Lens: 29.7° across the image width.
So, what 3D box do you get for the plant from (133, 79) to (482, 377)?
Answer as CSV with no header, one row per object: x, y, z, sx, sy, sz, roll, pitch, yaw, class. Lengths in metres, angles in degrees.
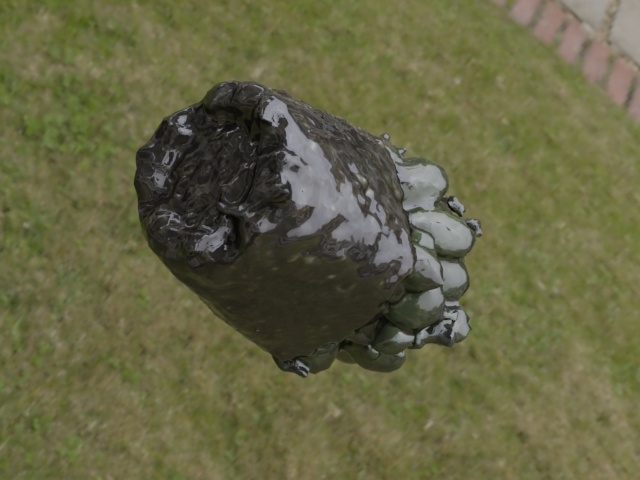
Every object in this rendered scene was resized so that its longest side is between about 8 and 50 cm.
0.000,0.000,0.448,0.143,0.092,0.094,27,34,-53,plant
